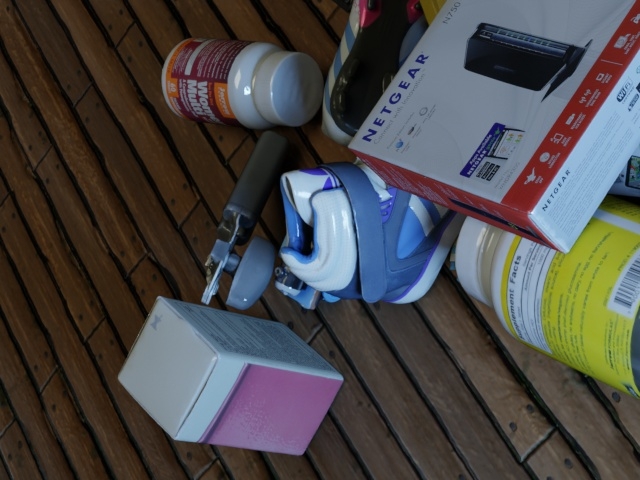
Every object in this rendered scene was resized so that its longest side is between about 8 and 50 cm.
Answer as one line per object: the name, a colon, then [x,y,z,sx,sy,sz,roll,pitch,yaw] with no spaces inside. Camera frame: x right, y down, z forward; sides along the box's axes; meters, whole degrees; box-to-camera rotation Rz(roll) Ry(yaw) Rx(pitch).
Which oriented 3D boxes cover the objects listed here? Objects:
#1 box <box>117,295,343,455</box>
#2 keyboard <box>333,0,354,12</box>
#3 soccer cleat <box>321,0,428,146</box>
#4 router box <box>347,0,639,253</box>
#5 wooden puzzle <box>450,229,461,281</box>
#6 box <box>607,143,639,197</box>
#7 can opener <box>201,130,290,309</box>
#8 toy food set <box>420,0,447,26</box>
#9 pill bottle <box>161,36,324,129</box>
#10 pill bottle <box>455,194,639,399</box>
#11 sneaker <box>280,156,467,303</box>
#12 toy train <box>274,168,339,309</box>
box: [-0.113,0.175,2.010,0.148,0.232,0.127,39,107,42]
keyboard: [0.015,-0.401,2.186,0.180,0.023,0.108,45,110,39]
soccer cleat: [0.077,-0.274,2.036,0.331,0.116,0.143,-67,10,-10]
router box: [0.231,-0.178,1.712,0.301,0.082,0.335,24,77,49]
wooden puzzle: [0.181,0.012,1.935,0.049,0.006,0.083,3,82,43]
box: [0.321,-0.111,1.791,0.207,0.036,0.114,9,105,44]
can opener: [-0.084,-0.021,2.084,0.076,0.095,0.283,114,180,-51]
toy food set: [0.184,-0.333,1.944,0.128,0.071,0.218,-17,96,31]
pill bottle: [-0.108,-0.216,2.184,0.221,0.121,0.121,11,87,44]
pill bottle: [0.304,0.049,1.678,0.334,0.188,0.188,26,97,49]
sneaker: [0.072,-0.082,1.895,0.130,0.236,0.323,33,103,49]
toy train: [0.000,0.000,2.038,0.080,0.105,0.184,32,101,43]
